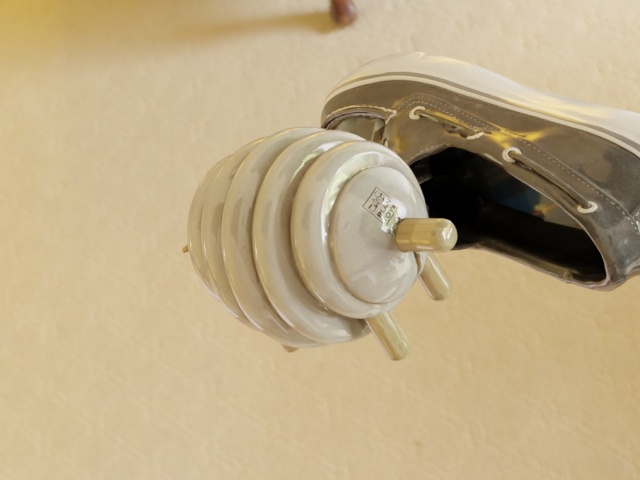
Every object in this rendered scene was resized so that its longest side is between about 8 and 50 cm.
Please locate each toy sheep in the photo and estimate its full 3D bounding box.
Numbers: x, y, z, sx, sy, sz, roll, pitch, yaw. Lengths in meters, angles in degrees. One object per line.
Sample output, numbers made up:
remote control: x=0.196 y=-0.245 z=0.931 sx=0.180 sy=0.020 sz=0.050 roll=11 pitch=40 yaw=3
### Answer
toy sheep: x=0.000 y=0.000 z=0.459 sx=0.132 sy=0.091 sz=0.091 roll=-5 pitch=56 yaw=43

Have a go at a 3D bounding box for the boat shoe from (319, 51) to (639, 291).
boat shoe: x=0.064 y=-0.026 z=0.560 sx=0.076 sy=0.080 sz=0.229 roll=-36 pitch=38 yaw=-27
